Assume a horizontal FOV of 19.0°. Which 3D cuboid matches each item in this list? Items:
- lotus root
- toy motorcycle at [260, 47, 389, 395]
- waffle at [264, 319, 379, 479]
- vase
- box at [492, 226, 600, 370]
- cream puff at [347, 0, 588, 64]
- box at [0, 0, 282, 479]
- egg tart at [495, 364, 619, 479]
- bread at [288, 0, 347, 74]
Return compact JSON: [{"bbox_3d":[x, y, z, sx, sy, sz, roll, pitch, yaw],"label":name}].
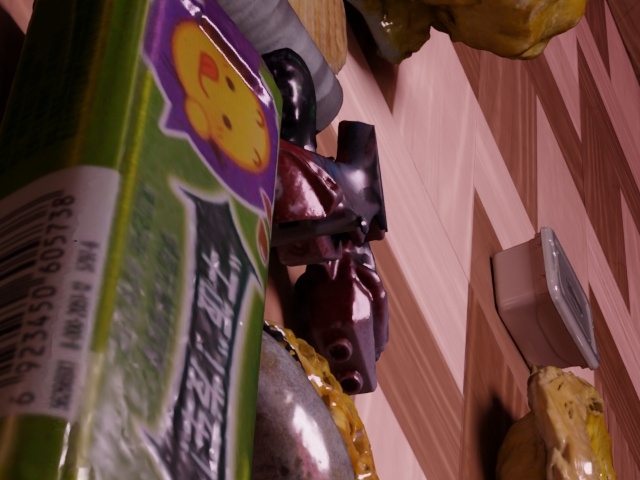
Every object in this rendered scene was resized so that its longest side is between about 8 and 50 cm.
[{"bbox_3d":[-0.034,0.088,0.894,0.165,0.088,0.088,64,15,9],"label":"lotus root"},{"bbox_3d":[0.001,0.000,1.089,0.122,0.082,0.213,-75,152,-52],"label":"toy motorcycle"},{"bbox_3d":[0.002,0.138,1.000,0.149,0.051,0.194,32,42,-67],"label":"waffle"},{"bbox_3d":[-0.060,-0.147,1.095,0.211,0.060,0.060,55,22,-31],"label":"vase"},{"bbox_3d":[0.200,0.058,1.707,0.089,0.062,0.122,-91,158,-45],"label":"box"},{"bbox_3d":[0.081,-0.229,1.479,0.282,0.185,0.282,30,8,-5],"label":"cream puff"},{"bbox_3d":[-0.084,0.026,0.769,0.134,0.097,0.345,50,26,-32],"label":"box"},{"bbox_3d":[0.203,0.226,1.494,0.279,0.095,0.279,-19,90,-79],"label":"egg tart"},{"bbox_3d":[-0.051,-0.224,1.236,0.267,0.040,0.267,-19,90,-74],"label":"bread"}]
